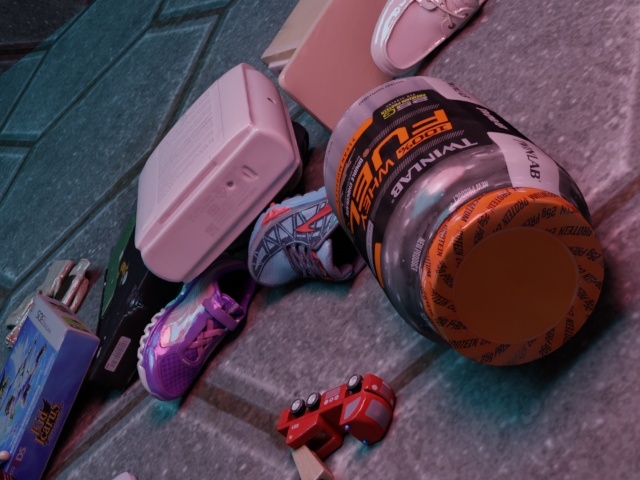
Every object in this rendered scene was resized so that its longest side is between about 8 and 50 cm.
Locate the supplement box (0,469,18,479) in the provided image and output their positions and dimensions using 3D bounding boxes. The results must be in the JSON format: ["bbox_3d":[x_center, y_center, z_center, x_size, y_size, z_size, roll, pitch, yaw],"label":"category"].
[{"bbox_3d":[-0.480,0.362,1.613,0.130,0.239,0.073,-49,25,1],"label":"supplement box"}]

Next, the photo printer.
[{"bbox_3d":[-0.148,-0.107,1.668,0.256,0.107,0.307,-46,22,14],"label":"photo printer"}]

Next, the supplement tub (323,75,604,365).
[{"bbox_3d":[0.135,-0.025,1.195,0.207,0.207,0.338,-46,26,7],"label":"supplement tub"}]

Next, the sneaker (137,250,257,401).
[{"bbox_3d":[-0.157,0.110,1.623,0.104,0.095,0.236,-3,51,47],"label":"sneaker"}]

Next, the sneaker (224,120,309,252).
[{"bbox_3d":[-0.100,-0.089,1.804,0.226,0.086,0.163,-41,22,27],"label":"sneaker"}]

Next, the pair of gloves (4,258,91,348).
[{"bbox_3d":[-0.511,0.117,2.231,0.204,0.042,0.240,-58,26,-16],"label":"pair of gloves"}]

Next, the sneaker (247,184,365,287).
[{"bbox_3d":[0.000,0.000,1.500,0.262,0.104,0.125,-32,32,32],"label":"sneaker"}]

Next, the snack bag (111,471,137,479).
[{"bbox_3d":[-0.326,0.414,1.414,0.342,0.037,0.323,-29,20,-16],"label":"snack bag"}]

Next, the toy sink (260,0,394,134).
[{"bbox_3d":[0.017,-0.270,1.786,0.131,0.153,0.234,-1,54,58],"label":"toy sink"}]

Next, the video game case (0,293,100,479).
[{"bbox_3d":[-0.448,0.238,1.869,0.269,0.061,0.244,-66,25,-1],"label":"video game case"}]

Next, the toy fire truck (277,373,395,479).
[{"bbox_3d":[-0.010,0.227,1.268,0.192,0.047,0.135,-28,33,36],"label":"toy fire truck"}]

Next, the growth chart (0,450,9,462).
[{"bbox_3d":[-0.567,0.326,1.713,0.172,0.237,0.021,-31,62,40],"label":"growth chart"}]

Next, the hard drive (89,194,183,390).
[{"bbox_3d":[-0.271,0.039,1.854,0.237,0.064,0.339,-59,20,26],"label":"hard drive"}]

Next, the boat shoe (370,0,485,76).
[{"bbox_3d":[0.179,-0.346,1.690,0.277,0.098,0.096,-52,25,-7],"label":"boat shoe"}]
